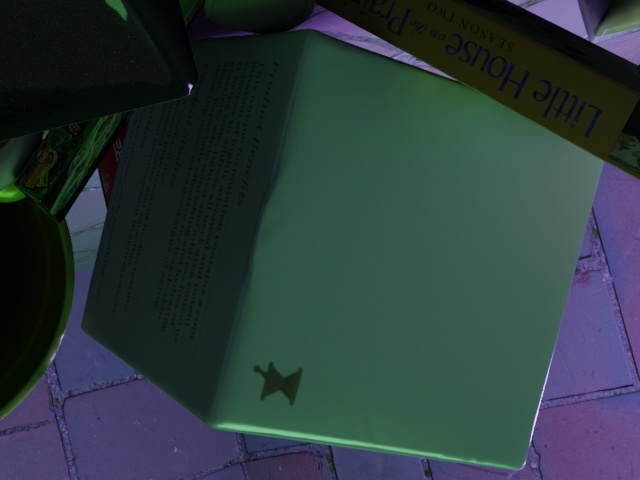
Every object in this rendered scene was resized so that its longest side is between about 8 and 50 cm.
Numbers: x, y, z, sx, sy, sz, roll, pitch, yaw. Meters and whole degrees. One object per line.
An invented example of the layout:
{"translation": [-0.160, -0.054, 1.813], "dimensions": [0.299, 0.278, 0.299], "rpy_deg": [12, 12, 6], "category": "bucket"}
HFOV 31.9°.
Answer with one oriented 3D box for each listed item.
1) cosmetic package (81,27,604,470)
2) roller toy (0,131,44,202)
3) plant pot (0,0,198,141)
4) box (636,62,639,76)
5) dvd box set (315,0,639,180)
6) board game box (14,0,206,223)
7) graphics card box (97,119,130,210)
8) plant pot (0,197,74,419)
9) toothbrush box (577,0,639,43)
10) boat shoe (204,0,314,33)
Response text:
{"translation": [0.000, 0.000, 1.104], "dimensions": [0.327, 0.329, 0.394], "rpy_deg": [14, -179, -28], "category": "cosmetic package"}
{"translation": [-0.312, -0.105, 0.840], "dimensions": [0.209, 0.191, 0.146], "rpy_deg": [-25, -177, -37], "category": "roller toy"}
{"translation": [-0.187, -0.173, 0.595], "dimensions": [0.188, 0.187, 0.167], "rpy_deg": [-14, 162, -1], "category": "plant pot"}
{"translation": [0.333, -0.244, 0.673], "dimensions": [0.322, 0.079, 0.257], "rpy_deg": [-58, 176, -4], "category": "box"}
{"translation": [0.204, -0.151, 0.988], "dimensions": [0.420, 0.062, 0.308], "rpy_deg": [33, -160, 24], "category": "dvd box set"}
{"translation": [-0.156, -0.136, 0.902], "dimensions": [0.259, 0.030, 0.136], "rpy_deg": [-59, 180, -10], "category": "board game box"}
{"translation": [-0.117, -0.085, 1.444], "dimensions": [0.094, 0.232, 0.371], "rpy_deg": [-18, 173, 37], "category": "graphics card box"}
{"translation": [-0.491, 0.031, 1.250], "dimensions": [0.366, 0.366, 0.353], "rpy_deg": [-12, -174, -22], "category": "plant pot"}
{"translation": [0.395, -0.303, 1.081], "dimensions": [0.283, 0.122, 0.206], "rpy_deg": [-16, 176, 4], "category": "toothbrush box"}
{"translation": [-0.035, -0.227, 0.889], "dimensions": [0.084, 0.079, 0.233], "rpy_deg": [14, 164, -14], "category": "boat shoe"}
